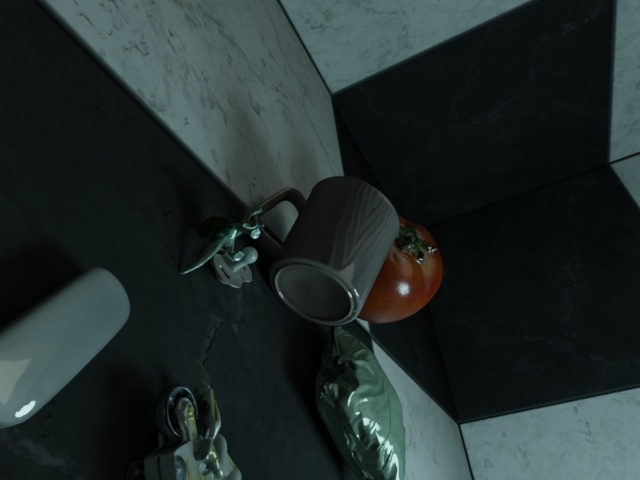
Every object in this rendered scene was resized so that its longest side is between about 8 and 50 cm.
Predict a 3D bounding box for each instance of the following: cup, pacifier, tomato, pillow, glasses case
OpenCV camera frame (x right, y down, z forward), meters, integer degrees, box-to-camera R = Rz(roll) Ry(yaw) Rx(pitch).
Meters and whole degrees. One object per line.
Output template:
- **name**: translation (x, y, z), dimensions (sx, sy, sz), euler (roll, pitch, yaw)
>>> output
- **cup**: translation (0.015, -0.004, 0.969), dimensions (0.288, 0.208, 0.273), euler (52, 44, -24)
- **pacifier**: translation (-0.142, 0.035, 0.775), dimensions (0.081, 0.078, 0.099), euler (54, 19, 1)
- **tomato**: translation (0.163, 0.078, 1.266), dimensions (0.321, 0.322, 0.321), euler (56, 22, -37)
- **pillow**: translation (0.091, 0.357, 1.007), dimensions (0.309, 0.138, 0.283), euler (59, 17, -13)
- **glasses case**: translation (-0.252, 0.091, 0.433), dimensions (0.074, 0.049, 0.193), euler (64, 18, -18)

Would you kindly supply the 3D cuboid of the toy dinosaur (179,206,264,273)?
- **toy dinosaur**: translation (-0.164, -0.010, 0.754), dimensions (0.106, 0.187, 0.044), euler (41, -30, 38)

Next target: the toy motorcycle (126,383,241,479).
- **toy motorcycle**: translation (-0.139, 0.282, 0.523), dimensions (0.151, 0.074, 0.228), euler (42, 31, -60)
